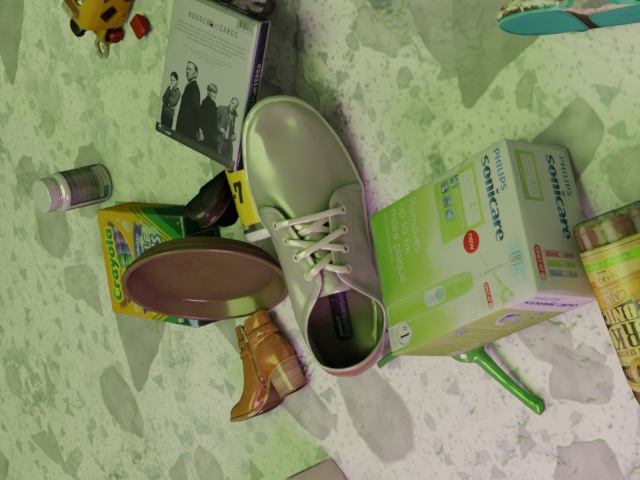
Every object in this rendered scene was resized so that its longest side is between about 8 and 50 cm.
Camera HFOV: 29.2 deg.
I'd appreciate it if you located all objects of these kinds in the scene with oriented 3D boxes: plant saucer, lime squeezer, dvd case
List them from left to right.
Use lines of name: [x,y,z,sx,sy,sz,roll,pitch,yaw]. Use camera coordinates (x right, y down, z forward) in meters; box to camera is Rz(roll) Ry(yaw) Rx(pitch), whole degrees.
plant saucer: [-0.188,0.061,2.024,0.278,0.277,0.041,-35,49,48]
dvd case: [-0.168,-0.247,1.869,0.179,0.029,0.239,29,120,30]
lime squeezer: [0.190,0.165,1.789,0.310,0.059,0.110,10,141,45]

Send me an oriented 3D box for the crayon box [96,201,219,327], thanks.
crayon box: [-0.307,0.038,2.268,0.323,0.083,0.203,5,107,48]

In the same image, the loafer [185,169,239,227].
loafer: [-0.159,-0.061,2.013,0.080,0.220,0.078,-38,99,13]

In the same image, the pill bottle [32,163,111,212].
pill bottle: [-0.480,-0.099,2.372,0.078,0.137,0.078,19,116,44]

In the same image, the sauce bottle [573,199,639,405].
sauce bottle: [0.409,0.124,1.470,0.111,0.111,0.344,-26,83,49]

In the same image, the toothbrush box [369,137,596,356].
toothbrush box: [0.207,0.018,1.615,0.283,0.122,0.206,-29,63,48]

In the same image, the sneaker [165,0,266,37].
sneaker: [-0.118,-0.376,1.873,0.236,0.130,0.323,28,117,45]

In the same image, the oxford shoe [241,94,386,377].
oxford shoe: [0.000,0.000,1.830,0.130,0.169,0.449,-91,-15,-81]

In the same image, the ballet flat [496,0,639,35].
ballet flat: [0.320,-0.292,1.465,0.241,0.091,0.077,3,75,44]

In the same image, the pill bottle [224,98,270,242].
pill bottle: [-0.090,-0.111,1.944,0.119,0.119,0.209,-17,90,50]

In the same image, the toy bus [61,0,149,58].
toy bus: [-0.408,-0.424,2.202,0.191,0.104,0.202,3,106,48]

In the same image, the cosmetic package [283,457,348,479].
cosmetic package: [-0.035,0.531,2.110,0.160,0.113,0.309,51,134,24]

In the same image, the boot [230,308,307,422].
boot: [-0.115,0.219,2.126,0.197,0.073,0.152,-38,75,35]
